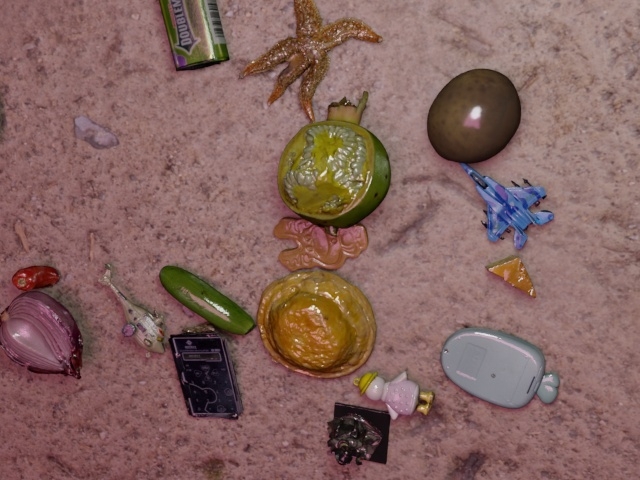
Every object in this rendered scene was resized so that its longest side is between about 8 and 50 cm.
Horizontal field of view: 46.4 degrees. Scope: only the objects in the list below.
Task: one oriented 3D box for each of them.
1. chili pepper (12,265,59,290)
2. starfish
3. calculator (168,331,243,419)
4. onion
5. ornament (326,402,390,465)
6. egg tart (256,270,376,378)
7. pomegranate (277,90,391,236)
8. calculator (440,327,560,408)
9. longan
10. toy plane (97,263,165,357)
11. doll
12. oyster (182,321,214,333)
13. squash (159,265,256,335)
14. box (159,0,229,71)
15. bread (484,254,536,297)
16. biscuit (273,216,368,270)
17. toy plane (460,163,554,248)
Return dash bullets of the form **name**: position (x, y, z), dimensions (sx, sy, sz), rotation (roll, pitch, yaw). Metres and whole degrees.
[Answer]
- **chili pepper**: position (-0.779, 0.103, 2.034), dimensions (0.073, 0.123, 0.070), rotation (12, 95, 19)
- **starfish**: position (-0.058, -0.437, 1.736), dimensions (0.301, 0.084, 0.293), rotation (36, 108, -1)
- **calculator**: position (-0.306, 0.366, 2.009), dimensions (0.166, 0.028, 0.274), rotation (-3, 114, 15)
- **onion**: position (-0.748, 0.270, 2.069), dimensions (0.283, 0.120, 0.227), rotation (45, 116, 0)
- **ornament**: position (0.075, 0.528, 1.887), dimensions (0.166, 0.196, 0.153), rotation (7, 105, 14)
- **egg tart**: position (-0.020, 0.225, 1.870), dimensions (0.319, 0.128, 0.319), rotation (4, 107, 13)
- **pomegranate**: position (0.041, -0.181, 1.706), dimensions (0.260, 0.260, 0.340), rotation (15, 78, 10)
- **calculator**: position (0.438, 0.315, 1.818), dimensions (0.295, 0.042, 0.184), rotation (20, 108, 10)
- **longan**: position (0.333, -0.265, 1.622), dimensions (0.196, 0.196, 0.220), rotation (43, 113, 1)
- **toy plane**: position (-0.507, 0.190, 2.011), dimensions (0.108, 0.092, 0.286), rotation (-40, 92, -2)
- **doll**: position (0.182, 0.386, 1.883), dimensions (0.207, 0.081, 0.129), rotation (16, 100, 12)
- **oyster**: position (-0.323, 0.231, 1.983), dimensions (0.083, 0.081, 0.038), rotation (11, 72, -12)
- **squash**: position (-0.300, 0.158, 1.948), dimensions (0.292, 0.082, 0.082), rotation (33, 109, 4)
- **box**: position (-0.318, -0.580, 1.757), dimensions (0.134, 0.097, 0.345), rotation (-9, 102, 16)
- **bread**: position (0.442, 0.093, 1.741), dimensions (0.080, 0.084, 0.109), rotation (-25, 96, 5)
- **biscuit**: position (0.002, 0.003, 1.859), dimensions (0.236, 0.040, 0.144), rotation (-5, 108, 18)
- **toy plane**: position (0.406, -0.099, 1.707), dimensions (0.246, 0.078, 0.169), rotation (45, 110, 7)
